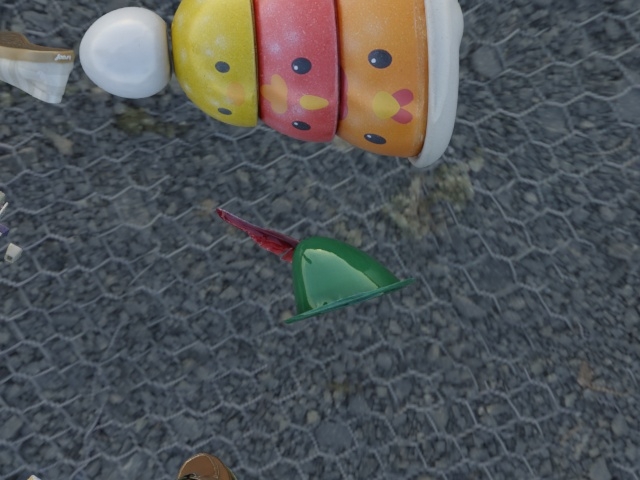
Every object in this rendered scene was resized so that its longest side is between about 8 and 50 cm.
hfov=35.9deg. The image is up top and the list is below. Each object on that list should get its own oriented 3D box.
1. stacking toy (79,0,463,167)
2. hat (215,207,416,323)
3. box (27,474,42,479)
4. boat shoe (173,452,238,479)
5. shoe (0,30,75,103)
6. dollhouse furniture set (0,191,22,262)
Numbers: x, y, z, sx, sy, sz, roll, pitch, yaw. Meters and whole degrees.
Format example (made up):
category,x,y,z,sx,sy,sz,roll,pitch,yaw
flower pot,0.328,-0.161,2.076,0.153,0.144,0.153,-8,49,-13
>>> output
category,x,y,z,sx,sy,sz,roll,pitch,yaw
stacking toy,-0.073,-0.250,1.304,0.479,0.350,0.351,-6,98,-3
hat,0.000,0.000,1.285,0.208,0.173,0.184,-16,84,-17
box,-0.384,0.430,1.331,0.130,0.170,0.091,-44,130,-4
boat shoe,-0.197,0.426,1.612,0.110,0.307,0.104,-32,113,1
shoe,-0.358,-0.203,1.139,0.219,0.076,0.058,21,117,43
dollhouse furniture set,-0.441,-0.043,1.391,0.091,0.081,0.114,30,136,-9
